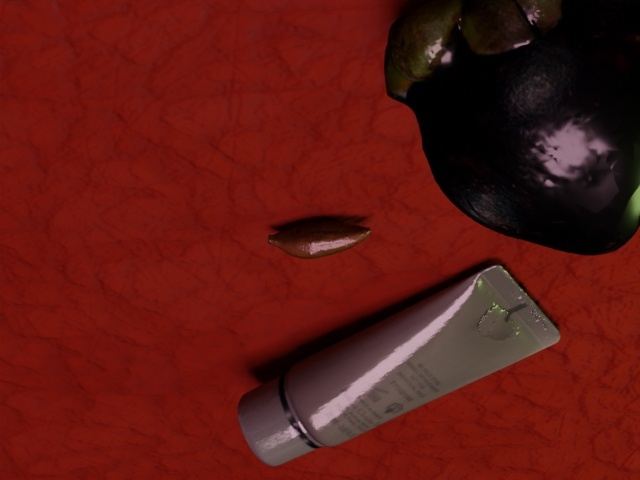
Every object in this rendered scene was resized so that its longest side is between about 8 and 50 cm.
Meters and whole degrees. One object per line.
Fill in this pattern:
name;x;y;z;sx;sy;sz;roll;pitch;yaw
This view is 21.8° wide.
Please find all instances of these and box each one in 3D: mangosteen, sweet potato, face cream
mangosteen;0.158;-0.112;1.198;0.243;0.243;0.243;1;142;1
sweet potato;0.000;0.000;1.479;0.095;0.034;0.034;-4;142;13
face cream;0.068;0.127;1.607;0.314;0.089;0.143;-25;134;19
